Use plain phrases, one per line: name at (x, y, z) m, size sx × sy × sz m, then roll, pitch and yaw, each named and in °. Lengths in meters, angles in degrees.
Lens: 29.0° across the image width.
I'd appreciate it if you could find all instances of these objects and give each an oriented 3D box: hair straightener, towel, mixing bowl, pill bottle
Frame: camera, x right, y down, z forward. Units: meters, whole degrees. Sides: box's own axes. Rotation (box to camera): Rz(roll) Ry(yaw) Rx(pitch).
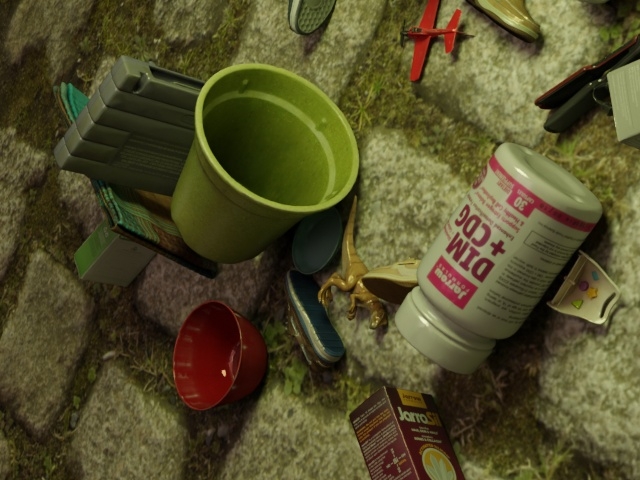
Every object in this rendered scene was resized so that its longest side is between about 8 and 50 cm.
hair straightener at (0.386, -0.201, 1.617) m, size 0.230 × 0.047 × 0.089 m, roll -32°, pitch 57°, yaw 33°
towel at (-0.327, -0.110, 2.209) m, size 0.040 × 0.271 × 0.370 m, roll -42°, pitch 51°, yaw 16°
mixing bowl at (-0.153, 0.195, 2.052) m, size 0.181 × 0.098 × 0.181 m, roll -15°, pitch 69°, yaw 45°
pill bottle at (0.227, 0.028, 1.630) m, size 0.283 × 0.160 × 0.160 m, roll -58°, pitch 44°, yaw 20°

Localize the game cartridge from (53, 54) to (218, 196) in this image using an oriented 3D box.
game cartridge at (-0.240, -0.172, 2.059) m, size 0.230 × 0.355 × 0.068 m, roll -44°, pitch 53°, yaw 31°

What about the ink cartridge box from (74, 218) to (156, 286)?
ink cartridge box at (-0.361, -0.004, 2.333) m, size 0.209 × 0.109 × 0.062 m, roll -45°, pitch 50°, yaw 30°

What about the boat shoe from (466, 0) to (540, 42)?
boat shoe at (0.262, -0.351, 1.778) m, size 0.072 × 0.068 × 0.190 m, roll -50°, pitch 46°, yaw 10°

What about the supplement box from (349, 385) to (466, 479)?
supplement box at (0.126, 0.304, 1.707) m, size 0.081 × 0.104 × 0.188 m, roll -43°, pitch 50°, yaw 31°

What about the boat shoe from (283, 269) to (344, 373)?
boat shoe at (-0.025, 0.128, 1.955) m, size 0.066 × 0.066 × 0.183 m, roll -51°, pitch 44°, yaw 32°

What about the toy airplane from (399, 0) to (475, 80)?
toy airplane at (0.172, -0.315, 1.891) m, size 0.151 × 0.028 × 0.151 m, roll -18°, pitch 65°, yaw 44°

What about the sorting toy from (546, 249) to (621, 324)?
sorting toy at (0.345, 0.068, 1.582) m, size 0.075 × 0.045 × 0.083 m, roll 41°, pitch 110°, yaw 38°

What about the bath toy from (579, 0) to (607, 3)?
bath toy at (0.413, -0.472, 1.595) m, size 0.348 × 0.129 × 0.151 m, roll -53°, pitch 12°, yaw 22°

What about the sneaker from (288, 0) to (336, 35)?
sneaker at (-0.049, -0.454, 2.121) m, size 0.163 × 0.086 × 0.226 m, roll 7°, pitch 75°, yaw 38°

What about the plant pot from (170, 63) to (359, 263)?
plant pot at (-0.117, -0.098, 1.989) m, size 0.254 × 0.276 × 0.276 m, roll -49°, pitch 46°, yaw 48°

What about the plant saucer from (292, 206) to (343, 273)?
plant saucer at (0.000, 0.000, 1.989) m, size 0.119 × 0.021 × 0.119 m, roll -29°, pitch 50°, yaw 42°

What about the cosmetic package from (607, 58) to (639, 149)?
cosmetic package at (0.472, -0.181, 1.446) m, size 0.238 × 0.127 × 0.107 m, roll -24°, pitch 63°, yaw 40°

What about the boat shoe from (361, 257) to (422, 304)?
boat shoe at (0.138, 0.055, 1.805) m, size 0.170 × 0.063 × 0.059 m, roll 2°, pitch 47°, yaw 41°

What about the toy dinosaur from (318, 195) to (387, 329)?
toy dinosaur at (0.049, 0.053, 1.913) m, size 0.112 × 0.064 × 0.211 m, roll -26°, pitch 65°, yaw 16°
